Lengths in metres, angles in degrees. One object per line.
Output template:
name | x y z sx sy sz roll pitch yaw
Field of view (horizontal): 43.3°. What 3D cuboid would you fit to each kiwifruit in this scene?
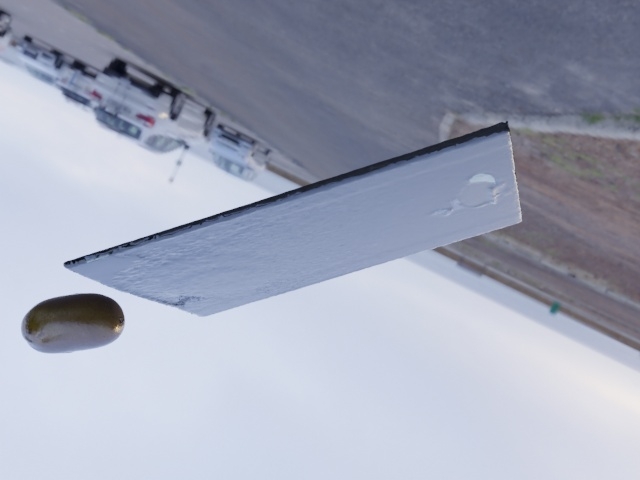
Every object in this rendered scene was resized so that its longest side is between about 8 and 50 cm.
kiwifruit | -0.295 0.099 0.965 0.125 0.075 0.075 -6 176 8

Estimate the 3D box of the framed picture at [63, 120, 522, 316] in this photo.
framed picture | 0.000 0.000 0.654 0.324 0.013 0.244 -18 163 11
